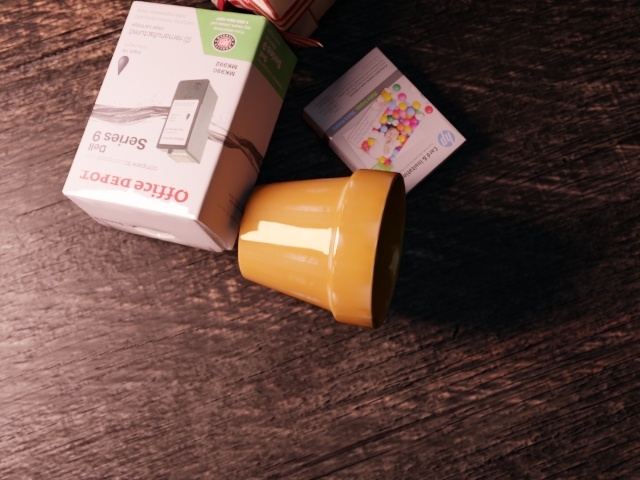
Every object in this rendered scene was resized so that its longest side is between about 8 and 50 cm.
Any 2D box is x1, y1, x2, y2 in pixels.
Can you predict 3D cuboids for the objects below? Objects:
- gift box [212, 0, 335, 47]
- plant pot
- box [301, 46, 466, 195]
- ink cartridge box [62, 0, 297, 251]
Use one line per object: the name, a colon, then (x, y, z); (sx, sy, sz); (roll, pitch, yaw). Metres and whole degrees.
gift box: (-0.058, -0.413, 1.612); (0.276, 0.255, 0.258); (43, 92, 18)
plant pot: (0.000, 0.000, 1.588); (0.187, 0.205, 0.205); (9, 75, 12)
box: (0.088, -0.157, 1.705); (0.145, 0.038, 0.186); (-41, 84, -13)
ink cartridge box: (-0.182, -0.152, 1.599); (0.211, 0.121, 0.289); (11, 74, 23)
